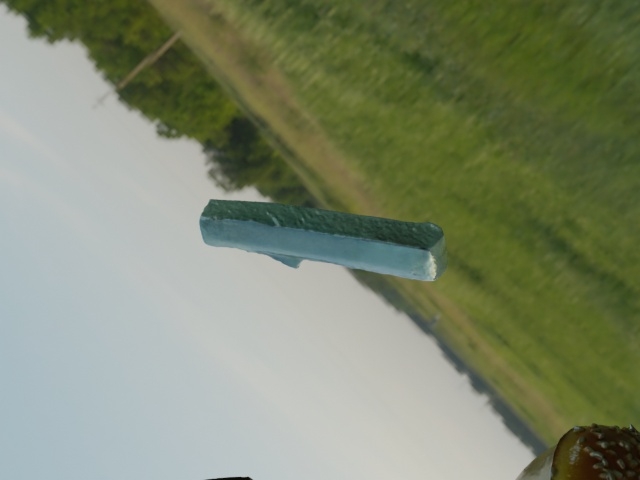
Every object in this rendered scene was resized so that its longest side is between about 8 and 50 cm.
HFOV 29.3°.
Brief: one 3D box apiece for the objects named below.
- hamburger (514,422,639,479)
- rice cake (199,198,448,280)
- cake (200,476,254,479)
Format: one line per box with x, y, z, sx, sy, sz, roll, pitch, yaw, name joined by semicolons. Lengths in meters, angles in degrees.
0.231;0.253;0.947;0.237;0.147;0.237;25;-123;-48;hamburger
0.000;0.000;0.835;0.180;0.030;0.042;8;133;24;rice cake
-0.138;0.424;1.571;0.185;0.208;0.178;14;-138;-34;cake
